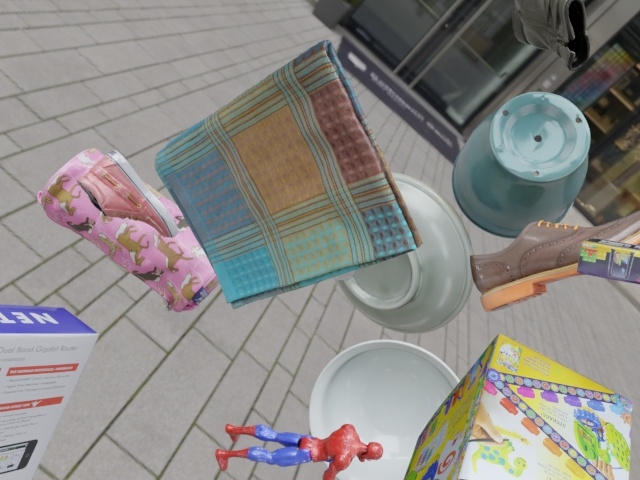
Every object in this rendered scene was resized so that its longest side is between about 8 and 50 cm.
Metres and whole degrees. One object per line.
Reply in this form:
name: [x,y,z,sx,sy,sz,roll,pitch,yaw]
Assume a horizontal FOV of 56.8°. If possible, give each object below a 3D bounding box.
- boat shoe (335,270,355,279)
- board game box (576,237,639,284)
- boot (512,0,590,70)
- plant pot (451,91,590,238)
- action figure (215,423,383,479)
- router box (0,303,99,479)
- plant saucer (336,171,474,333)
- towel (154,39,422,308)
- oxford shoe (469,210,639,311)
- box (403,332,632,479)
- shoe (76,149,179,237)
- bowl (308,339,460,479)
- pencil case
boat shoe: [0.000,0.000,1.231,0.119,0.121,0.335,14,7,-13]
board game box: [0.467,0.035,0.841,0.170,0.048,0.141,12,10,31]
boot: [0.367,-0.403,0.955,0.246,0.083,0.161,55,4,-38]
plant pot: [0.415,-0.164,1.208,0.271,0.272,0.255,52,-2,16]
action figure: [-0.022,0.377,1.014,0.091,0.281,0.139,-72,148,-50]
router box: [-0.463,0.221,0.684,0.082,0.301,0.335,27,3,26]
plant saucer: [0.151,0.046,1.369,0.400,0.400,0.101,50,42,12]
towel: [-0.067,-0.060,0.794,0.040,0.370,0.271,-33,100,-46]
oxford shoe: [0.445,0.009,1.090,0.130,0.364,0.132,12,54,-60]
box: [0.201,0.325,0.709,0.177,0.289,0.279,28,45,8]
shoe: [-0.314,-0.055,0.972,0.063,0.081,0.178,16,-35,53]
bowl: [0.136,0.324,1.124,0.298,0.298,0.134,48,10,9]
pencil case: [-0.371,-0.017,1.206,0.386,0.160,0.167,39,39,-5]
